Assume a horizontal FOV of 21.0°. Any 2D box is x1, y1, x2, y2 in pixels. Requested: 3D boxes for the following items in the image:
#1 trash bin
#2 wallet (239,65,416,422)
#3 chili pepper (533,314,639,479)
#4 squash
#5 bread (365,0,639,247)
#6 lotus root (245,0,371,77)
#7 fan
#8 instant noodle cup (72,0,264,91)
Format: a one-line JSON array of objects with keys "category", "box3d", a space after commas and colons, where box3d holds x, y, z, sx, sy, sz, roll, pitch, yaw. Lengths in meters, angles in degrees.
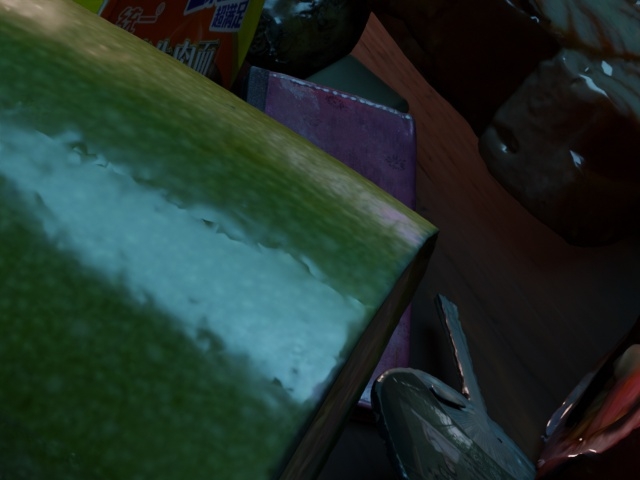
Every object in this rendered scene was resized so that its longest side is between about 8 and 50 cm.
[{"category": "trash bin", "box3d": [0.005, -0.079, 1.150, 0.061, 0.043, 0.092, 42, 44, 18]}, {"category": "wallet", "box3d": [0.000, 0.000, 1.035, 0.119, 0.025, 0.232, 16, 50, -15]}, {"category": "chili pepper", "box3d": [0.294, 0.119, 0.929, 0.305, 0.251, 0.229, 32, 82, 7]}, {"category": "squash", "box3d": [-0.169, 0.008, 0.769, 0.384, 0.263, 0.263, 30, 38, 6]}, {"category": "bread", "box3d": [0.164, -0.165, 1.230, 0.328, 0.114, 0.295, 50, 35, 3]}, {"category": "lotus root", "box3d": [-0.010, -0.165, 1.208, 0.089, 0.081, 0.179, 32, 34, 7]}, {"category": "fan", "box3d": [0.111, 0.144, 0.915, 0.223, 0.012, 0.294, 50, 16, 0]}, {"category": "instant noodle cup", "box3d": [-0.155, -0.143, 1.015, 0.174, 0.213, 0.213, 28, 37, 17]}]
